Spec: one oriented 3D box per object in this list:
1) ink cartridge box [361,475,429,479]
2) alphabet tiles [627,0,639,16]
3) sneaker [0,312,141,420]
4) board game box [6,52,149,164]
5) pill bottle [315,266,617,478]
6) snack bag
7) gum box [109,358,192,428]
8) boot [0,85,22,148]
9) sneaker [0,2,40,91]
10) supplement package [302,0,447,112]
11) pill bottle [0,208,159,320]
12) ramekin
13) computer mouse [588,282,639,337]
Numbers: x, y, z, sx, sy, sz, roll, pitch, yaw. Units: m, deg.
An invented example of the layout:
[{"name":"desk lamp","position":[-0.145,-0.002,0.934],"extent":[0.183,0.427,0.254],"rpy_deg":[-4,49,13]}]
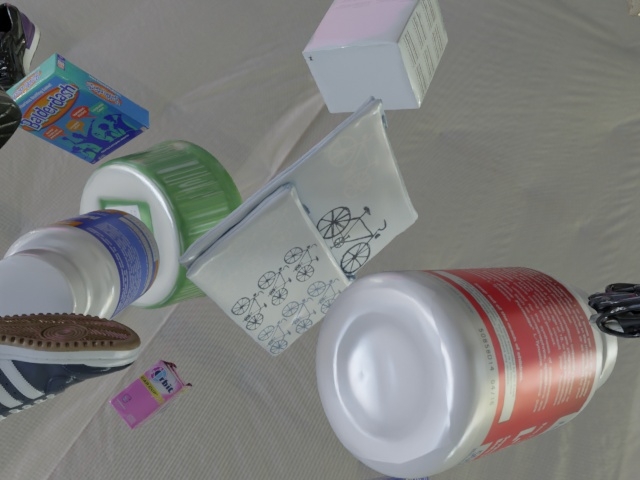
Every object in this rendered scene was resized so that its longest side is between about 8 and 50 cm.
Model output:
[{"name":"ink cartridge box","position":[0.033,0.505,1.169],"extent":[0.270,0.396,0.151],"rpy_deg":[21,-126,-59]},{"name":"alphabet tiles","position":[0.246,-0.347,0.448],"extent":[0.011,0.342,0.285],"rpy_deg":[9,-140,15]},{"name":"sneaker","position":[-0.332,0.162,0.700],"extent":[0.282,0.099,0.153],"rpy_deg":[0,-78,-13]},{"name":"board game box","position":[-0.445,-0.231,1.226],"extent":[0.210,0.160,0.047],"rpy_deg":[30,-138,-49]},{"name":"pill bottle","position":[0.211,0.147,0.867],"extent":[0.408,0.229,0.229],"rpy_deg":[0,-122,-43]},{"name":"snack bag","position":[0.000,0.000,0.976],"extent":[0.342,0.323,0.037],"rpy_deg":[-41,-124,-7]},{"name":"gum box","position":[-0.295,0.273,1.202],"extent":[0.107,0.188,0.062],"rpy_deg":[-40,-96,-12]},{"name":"boot","position":[-0.448,-0.137,0.736],"extent":[0.178,0.236,0.085],"rpy_deg":[57,-163,11]},{"name":"sneaker","position":[-0.767,-0.435,1.622],"extent":[0.107,0.124,0.283],"rpy_deg":[-3,-107,7]},{"name":"supplement package","position":[0.109,-0.365,1.270],"extent":[0.194,0.149,0.203],"rpy_deg":[4,-128,31]},{"name":"pill bottle","position":[-0.325,0.046,0.898],"extent":[0.152,0.272,0.152],"rpy_deg":[1,-81,4]},{"name":"ramekin","position":[-0.293,-0.022,1.218],"extent":[0.303,0.303,0.148],"rpy_deg":[49,-145,12]},{"name":"computer mouse","position":[0.357,0.041,0.570],"extent":[0.272,0.189,0.072],"rpy_deg":[-11,-94,-52]}]
